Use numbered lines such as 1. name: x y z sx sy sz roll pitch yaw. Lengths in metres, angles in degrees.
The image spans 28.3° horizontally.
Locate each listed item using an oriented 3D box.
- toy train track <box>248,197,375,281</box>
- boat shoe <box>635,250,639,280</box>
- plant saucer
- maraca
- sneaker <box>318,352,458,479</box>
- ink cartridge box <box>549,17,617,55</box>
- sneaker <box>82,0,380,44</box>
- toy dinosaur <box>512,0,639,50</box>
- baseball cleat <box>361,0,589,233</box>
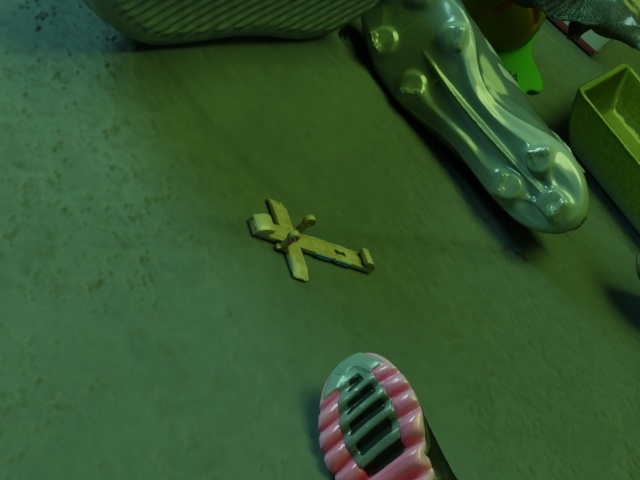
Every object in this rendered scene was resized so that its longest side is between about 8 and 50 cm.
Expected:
1. toy train track: 0.000 0.000 0.614 0.083 0.014 0.048 19 40 -45
2. boat shoe: 0.356 0.080 0.917 0.341 0.121 0.110 30 33 -35
3. plant saucer: 0.277 -0.052 1.046 0.188 0.045 0.188 52 28 5
4. maraca: 0.123 -0.184 0.939 0.127 0.099 0.185 7 73 -37
5. sneaker: 0.039 0.102 0.524 0.119 0.047 0.057 63 11 21
6. ink cartridge box: 0.228 -0.348 1.264 0.207 0.117 0.283 34 32 -27
7. sneaker: -0.053 -0.178 0.644 0.127 0.126 0.321 57 18 6
8. toy dinosaur: 0.125 -0.243 0.848 0.160 0.121 0.313 -24 91 -29
9. baseball cleat: 0.100 -0.086 0.827 0.206 0.072 0.109 57 13 10
